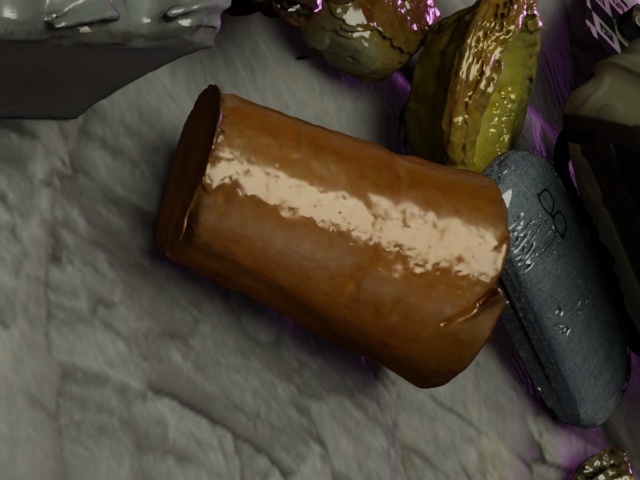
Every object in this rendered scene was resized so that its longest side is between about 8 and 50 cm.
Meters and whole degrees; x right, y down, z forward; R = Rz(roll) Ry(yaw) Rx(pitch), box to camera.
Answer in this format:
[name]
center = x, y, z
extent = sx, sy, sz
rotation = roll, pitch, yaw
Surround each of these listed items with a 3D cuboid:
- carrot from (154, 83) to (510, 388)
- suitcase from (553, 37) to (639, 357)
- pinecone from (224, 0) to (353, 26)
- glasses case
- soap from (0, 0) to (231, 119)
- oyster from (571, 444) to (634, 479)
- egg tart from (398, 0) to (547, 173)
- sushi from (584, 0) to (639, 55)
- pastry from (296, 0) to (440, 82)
[carrot]
center = 0.000, 0.000, 1.223
extent = 0.254, 0.196, 0.196
rotation = 17, 66, -21
[suitcase]
center = 0.351, -0.021, 1.367
extent = 0.194, 0.339, 0.351
rotation = -34, 129, -15
[pinecone]
center = -0.053, -0.290, 1.224
extent = 0.224, 0.272, 0.224
rotation = -25, 128, -35
[glasses case]
center = 0.206, 0.047, 1.372
extent = 0.109, 0.067, 0.282
rotation = -49, 123, -33
[soap]
center = -0.295, -0.314, 1.089
extent = 0.350, 0.213, 0.435
rotation = -6, 79, -33
[oyster]
center = 0.255, 0.271, 1.386
extent = 0.105, 0.056, 0.177
rotation = 26, 67, -17
[egg tart]
center = 0.135, -0.132, 1.368
extent = 0.212, 0.090, 0.212
rotation = -50, 150, -44
[sushi]
center = 0.338, -0.191, 1.528
extent = 0.193, 0.040, 0.210
rotation = 45, 26, -14
[pastry]
center = 0.037, -0.215, 1.366
extent = 0.153, 0.081, 0.153
rotation = 12, 66, -28
